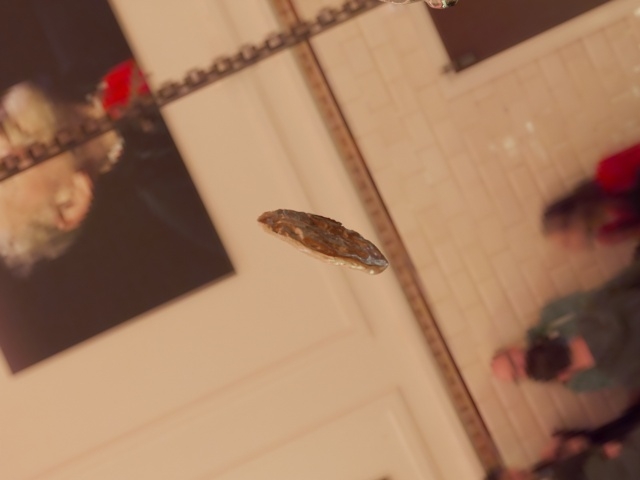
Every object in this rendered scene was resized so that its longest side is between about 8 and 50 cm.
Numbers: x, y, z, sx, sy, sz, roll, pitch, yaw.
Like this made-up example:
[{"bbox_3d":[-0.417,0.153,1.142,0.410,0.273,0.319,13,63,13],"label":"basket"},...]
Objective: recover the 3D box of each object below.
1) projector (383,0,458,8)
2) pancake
[{"bbox_3d":[0.070,-0.183,0.718,0.250,0.198,0.108,-148,47,-61],"label":"projector"},{"bbox_3d":[0.000,-0.001,1.621,0.151,0.025,0.151,23,-167,-6],"label":"pancake"}]
